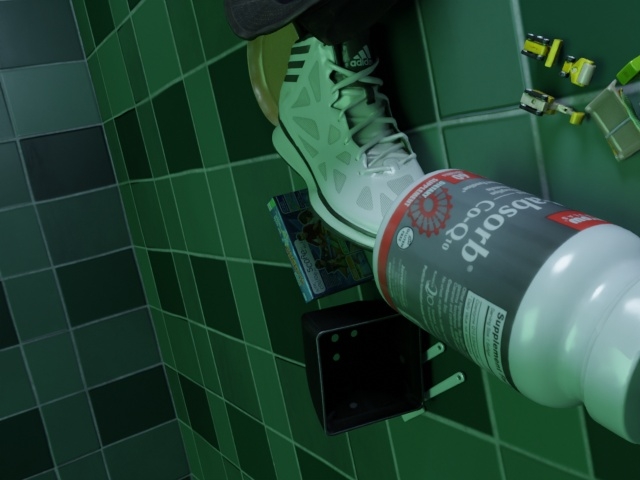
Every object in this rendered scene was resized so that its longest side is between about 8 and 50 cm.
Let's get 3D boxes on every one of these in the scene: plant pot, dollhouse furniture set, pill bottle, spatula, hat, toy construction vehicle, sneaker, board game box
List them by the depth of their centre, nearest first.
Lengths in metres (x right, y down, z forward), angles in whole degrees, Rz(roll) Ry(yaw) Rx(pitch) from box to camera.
[{"bbox_3d":[0.340,-0.147,0.700,0.076,0.058,0.152,60,169,10],"label":"dollhouse furniture set"},{"bbox_3d":[0.242,0.059,0.788,0.363,0.210,0.210,31,131,51],"label":"pill bottle"},{"bbox_3d":[0.272,-0.186,0.796,0.098,0.035,0.086,37,125,44],"label":"toy construction vehicle"},{"bbox_3d":[0.030,-0.367,0.957,0.134,0.331,0.331,46,173,-40],"label":"hat"},{"bbox_3d":[0.052,-0.178,1.046,0.447,0.169,0.257,49,145,42],"label":"sneaker"},{"bbox_3d":[0.056,0.199,1.208,0.167,0.187,0.188,-147,49,-63],"label":"plant pot"},{"bbox_3d":[0.160,0.218,1.224,0.168,0.019,0.242,65,151,18],"label":"spatula"},{"bbox_3d":[0.000,0.000,1.270,0.035,0.136,0.201,-40,68,60],"label":"board game box"},{"bbox_3d":[-0.076,-0.336,1.338,0.236,0.032,0.236,36,135,47],"label":"plant pot"}]
